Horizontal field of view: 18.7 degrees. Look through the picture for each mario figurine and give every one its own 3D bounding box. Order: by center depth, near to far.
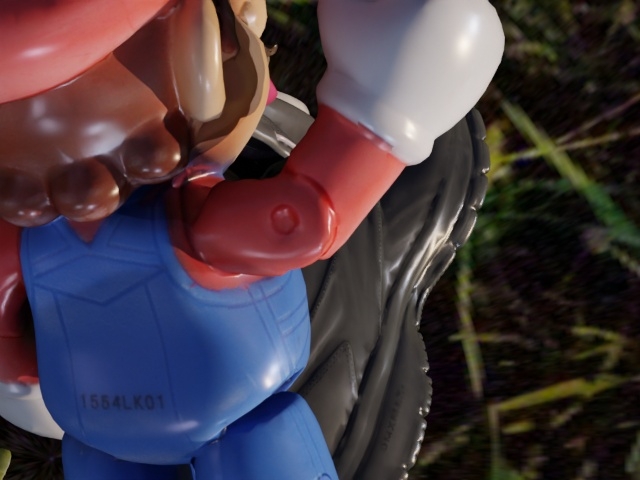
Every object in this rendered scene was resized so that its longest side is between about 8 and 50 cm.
[{"bbox_3d":[-0.035,-0.003,0.660,0.198,0.170,0.320,-13,105,-4],"label":"mario figurine"}]

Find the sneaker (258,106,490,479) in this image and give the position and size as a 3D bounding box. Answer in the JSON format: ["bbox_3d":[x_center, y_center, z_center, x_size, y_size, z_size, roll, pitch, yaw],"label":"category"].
[{"bbox_3d":[0.000,0.000,0.974,0.130,0.109,0.286,30,53,-25],"label":"sneaker"}]

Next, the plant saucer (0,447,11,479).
[{"bbox_3d":[-0.346,0.253,1.587,0.037,0.241,0.241,42,80,-11],"label":"plant saucer"}]

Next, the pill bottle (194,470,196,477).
[{"bbox_3d":[-0.063,0.169,1.756,0.094,0.094,0.169,45,80,-1],"label":"pill bottle"}]

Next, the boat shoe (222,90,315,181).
[{"bbox_3d":[-0.106,-0.094,1.697,0.112,0.335,0.095,-37,61,28],"label":"boat shoe"}]

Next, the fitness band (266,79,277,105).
[{"bbox_3d":[-0.109,-0.171,1.218,0.054,0.291,0.209,-33,110,-1],"label":"fitness band"}]
